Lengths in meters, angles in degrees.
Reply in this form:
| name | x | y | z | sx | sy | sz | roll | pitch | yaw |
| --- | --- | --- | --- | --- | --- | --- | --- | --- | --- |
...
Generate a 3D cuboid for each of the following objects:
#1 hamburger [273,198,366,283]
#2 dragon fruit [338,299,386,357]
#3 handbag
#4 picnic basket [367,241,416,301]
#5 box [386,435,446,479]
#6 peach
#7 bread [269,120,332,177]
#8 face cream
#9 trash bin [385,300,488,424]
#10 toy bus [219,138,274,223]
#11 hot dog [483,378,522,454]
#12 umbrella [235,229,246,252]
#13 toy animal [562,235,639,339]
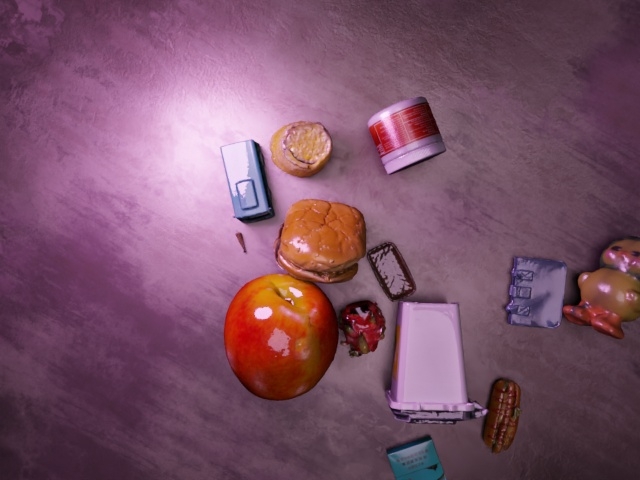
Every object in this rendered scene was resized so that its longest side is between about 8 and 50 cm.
| name | x | y | z | sx | sy | sz | roll | pitch | yaw |
| --- | --- | --- | --- | --- | --- | --- | --- | --- | --- |
| hamburger | 0.000 | 0.000 | 1.658 | 0.319 | 0.318 | 0.158 | 8 | 132 | 1 |
| dragon fruit | 0.133 | 0.288 | 1.722 | 0.167 | 0.160 | 0.172 | -17 | 96 | -40 |
| handbag | 0.704 | 0.171 | 1.752 | 0.179 | 0.062 | 0.229 | 4 | 92 | 4 |
| picnic basket | 0.234 | 0.103 | 1.763 | 0.110 | 0.055 | 0.193 | -26 | 91 | 3 |
| box | 0.334 | 0.791 | 1.780 | 0.161 | 0.042 | 0.226 | -19 | 90 | 3 |
| peach | -0.123 | 0.303 | 1.631 | 0.388 | 0.388 | 0.388 | 0 | 91 | 1 |
| bread | -0.061 | -0.299 | 1.707 | 0.197 | 0.170 | 0.197 | 0 | 90 | -11 |
| face cream | 0.271 | -0.331 | 1.680 | 0.201 | 0.201 | 0.187 | -22 | 91 | 2 |
| trash bin | 0.360 | 0.377 | 1.684 | 0.296 | 0.256 | 0.367 | 1 | 83 | 3 |
| toy bus | -0.236 | -0.189 | 1.725 | 0.128 | 0.147 | 0.256 | -12 | 90 | 3 |
| hot dog | 0.604 | 0.586 | 1.754 | 0.104 | 0.076 | 0.250 | 13 | 89 | 0 |
| umbrella | -0.268 | 0.002 | 1.789 | 0.020 | 0.031 | 0.083 | -17 | 93 | -30 |
| toy animal | 0.949 | 0.148 | 1.684 | 0.191 | 0.216 | 0.338 | 36 | 86 | -35 |
